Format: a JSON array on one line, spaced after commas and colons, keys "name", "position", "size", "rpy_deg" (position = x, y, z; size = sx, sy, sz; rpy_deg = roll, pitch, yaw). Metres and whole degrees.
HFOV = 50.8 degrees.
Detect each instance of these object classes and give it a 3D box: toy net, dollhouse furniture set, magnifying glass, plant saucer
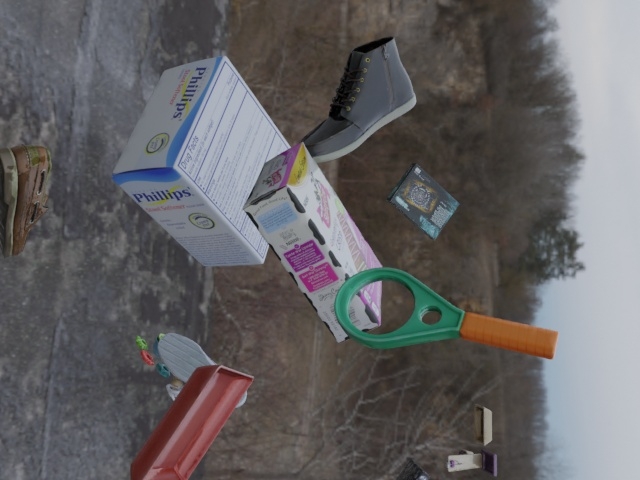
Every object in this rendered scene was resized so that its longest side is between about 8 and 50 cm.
[{"name": "toy net", "position": [-0.372, 0.321, 1.661], "size": [0.232, 0.045, 0.122], "rpy_deg": [52, 4, 33]}, {"name": "dollhouse furniture set", "position": [0.238, 0.333, 1.141], "size": [0.091, 0.081, 0.114], "rpy_deg": [175, -84, -72]}, {"name": "magnifying glass", "position": [0.122, 0.081, 0.692], "size": [0.026, 0.230, 0.092], "rpy_deg": [70, 39, -51]}, {"name": "plant saucer", "position": [-0.241, 0.344, 1.263], "size": [0.258, 0.047, 0.259], "rpy_deg": [-56, 164, -9]}]

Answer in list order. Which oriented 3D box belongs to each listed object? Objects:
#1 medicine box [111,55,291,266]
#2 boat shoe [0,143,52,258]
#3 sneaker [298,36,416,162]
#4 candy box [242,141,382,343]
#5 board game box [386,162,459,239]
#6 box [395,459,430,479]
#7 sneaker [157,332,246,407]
[{"name": "medicine box", "position": [-0.197, -0.137, 1.247], "size": [0.289, 0.149, 0.264], "rpy_deg": [52, 44, -44]}, {"name": "boat shoe", "position": [-0.621, -0.072, 1.415], "size": [0.104, 0.111, 0.307], "rpy_deg": [-15, 151, -36]}, {"name": "sneaker", "position": [0.038, -0.213, 1.021], "size": [0.222, 0.083, 0.118], "rpy_deg": [-37, 124, -19]}, {"name": "candy box", "position": [0.000, 0.000, 0.922], "size": [0.233, 0.071, 0.159], "rpy_deg": [55, 20, -21]}, {"name": "board game box", "position": [0.278, -0.104, 1.820], "size": [0.186, 0.026, 0.126], "rpy_deg": [38, 84, -26]}, {"name": "box", "position": [0.142, 0.413, 1.127], "size": [0.083, 0.018, 0.067], "rpy_deg": [-51, -175, -7]}, {"name": "sneaker", "position": [-0.299, 0.331, 1.670], "size": [0.094, 0.258, 0.091], "rpy_deg": [-50, 179, -27]}]
